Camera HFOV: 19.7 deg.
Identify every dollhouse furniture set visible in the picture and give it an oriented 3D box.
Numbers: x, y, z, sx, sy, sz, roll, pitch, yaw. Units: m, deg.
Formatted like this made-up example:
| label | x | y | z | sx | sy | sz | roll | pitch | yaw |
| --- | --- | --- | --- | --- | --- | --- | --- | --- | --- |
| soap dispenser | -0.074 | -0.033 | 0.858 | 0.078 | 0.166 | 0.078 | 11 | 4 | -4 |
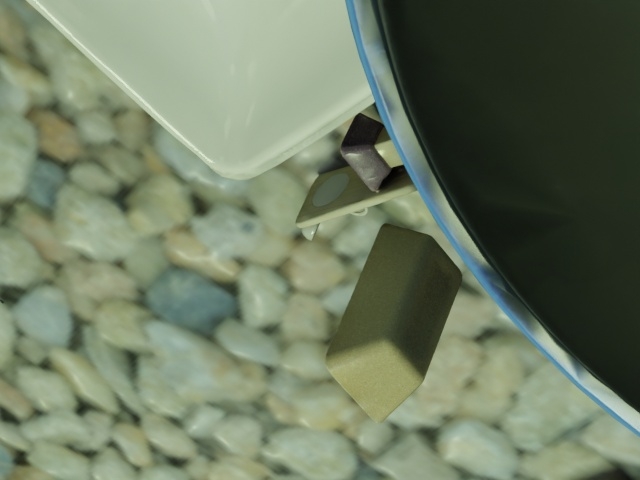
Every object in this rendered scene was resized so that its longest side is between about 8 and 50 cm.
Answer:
| label | x | y | z | sx | sy | sz | roll | pitch | yaw |
| --- | --- | --- | --- | --- | --- | --- | --- | --- | --- |
| dollhouse furniture set | 0.000 | 0.000 | 0.628 | 0.081 | 0.114 | 0.091 | -16 | 126 | 39 |

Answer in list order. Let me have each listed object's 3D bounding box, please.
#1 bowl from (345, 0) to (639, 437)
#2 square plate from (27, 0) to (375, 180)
| label | x | y | z | sx | sy | sz | roll | pitch | yaw |
| --- | --- | --- | --- | --- | --- | --- | --- | --- | --- |
| bowl | 0.178 | -0.049 | 0.406 | 0.391 | 0.077 | 0.391 | 20 | 140 | 18 |
| square plate | -0.029 | -0.207 | 0.479 | 0.347 | 0.049 | 0.344 | 43 | 132 | -19 |
